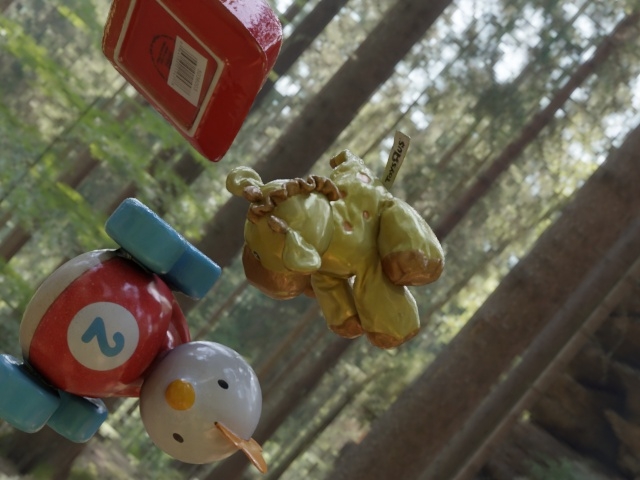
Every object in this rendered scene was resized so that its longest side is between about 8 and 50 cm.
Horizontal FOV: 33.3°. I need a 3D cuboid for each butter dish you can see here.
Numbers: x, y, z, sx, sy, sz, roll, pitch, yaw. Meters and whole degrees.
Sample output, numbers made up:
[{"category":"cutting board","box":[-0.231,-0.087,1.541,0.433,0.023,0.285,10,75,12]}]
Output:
[{"category":"butter dish","box":[-0.092,-0.177,0.921,0.160,0.118,0.160,46,-38,9]}]

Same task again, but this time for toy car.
[{"category":"toy car","box":[-0.137,0.126,0.974,0.238,0.219,0.210,36,-6,18]}]

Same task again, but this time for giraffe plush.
[{"category":"giraffe plush","box":[0.000,0.000,1.009,0.171,0.210,0.181,-6,15,-42]}]
